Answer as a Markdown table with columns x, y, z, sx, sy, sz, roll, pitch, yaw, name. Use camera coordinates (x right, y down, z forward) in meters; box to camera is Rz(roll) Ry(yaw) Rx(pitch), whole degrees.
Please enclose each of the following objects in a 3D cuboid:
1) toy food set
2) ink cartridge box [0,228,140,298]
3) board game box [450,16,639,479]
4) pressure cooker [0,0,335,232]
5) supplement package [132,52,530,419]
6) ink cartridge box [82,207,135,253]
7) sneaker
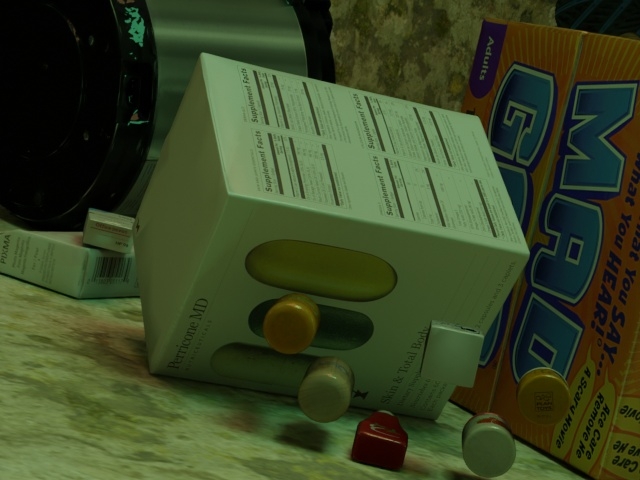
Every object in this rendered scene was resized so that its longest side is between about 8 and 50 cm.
| x | y | z | sx | sy | sz | roll | pitch | yaw | name |
| --- | --- | --- | --- | --- | --- | --- | --- | --- | --- |
| 0.068 | 0.110 | 1.366 | 0.232 | 0.111 | 0.104 | 11 | 6 | 2 | toy food set |
| -0.284 | 0.004 | 1.851 | 0.232 | 0.066 | 0.189 | 21 | 9 | 24 | ink cartridge box |
| 0.342 | 0.017 | 1.660 | 0.356 | 0.356 | 0.356 | 10 | 6 | -27 | board game box |
| -0.188 | -0.185 | 2.241 | 0.420 | 0.375 | 0.370 | -2 | -2 | -43 | pressure cooker |
| 0.000 | 0.000 | 1.524 | 0.263 | 0.199 | 0.198 | 11 | 36 | -20 | supplement package |
| -0.205 | -0.008 | 1.754 | 0.048 | 0.028 | 0.083 | 13 | 6 | -9 | ink cartridge box |
| 0.339 | -0.219 | 1.771 | 0.211 | 0.080 | 0.081 | 17 | 9 | 36 | sneaker |
